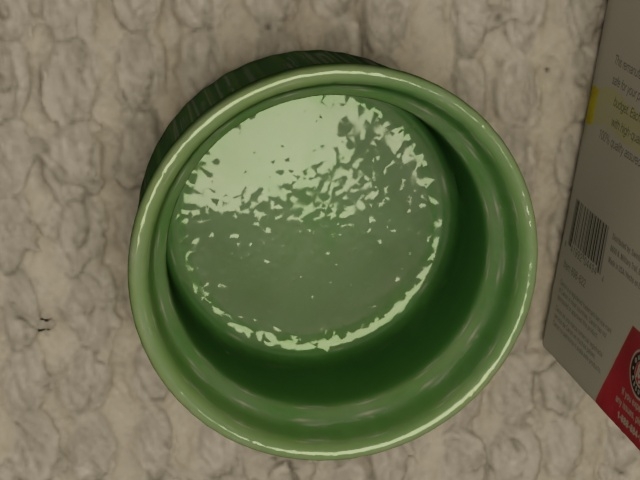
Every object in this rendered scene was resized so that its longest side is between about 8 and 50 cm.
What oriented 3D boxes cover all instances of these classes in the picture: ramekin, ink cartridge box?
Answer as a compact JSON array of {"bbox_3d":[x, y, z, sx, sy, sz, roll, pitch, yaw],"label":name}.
[{"bbox_3d":[0.000,0.000,1.386,0.303,0.148,0.303,-3,107,-9],"label":"ramekin"},{"bbox_3d":[0.310,-0.049,1.358,0.160,0.279,0.385,4,107,-12],"label":"ink cartridge box"}]
